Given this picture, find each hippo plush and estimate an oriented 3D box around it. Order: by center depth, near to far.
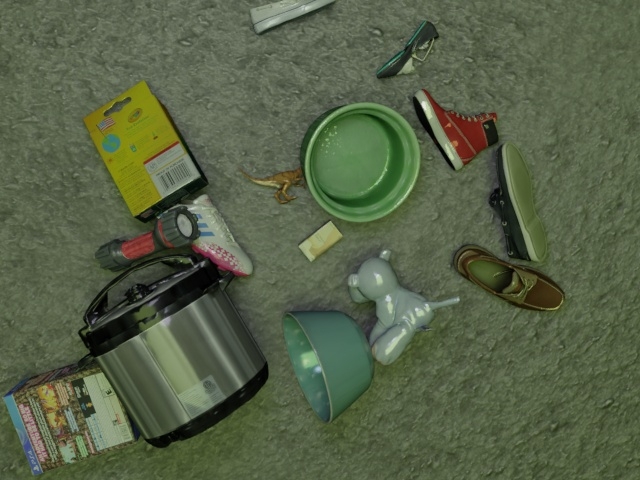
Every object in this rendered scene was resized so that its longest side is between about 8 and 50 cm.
[{"bbox_3d":[0.161,0.173,1.835,0.236,0.294,0.234,45,71,0],"label":"hippo plush"}]

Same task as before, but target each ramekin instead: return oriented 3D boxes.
[{"bbox_3d":[0.091,-0.211,1.802,0.304,0.148,0.303,-4,107,-14],"label":"ramekin"}]

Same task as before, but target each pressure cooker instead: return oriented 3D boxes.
[{"bbox_3d":[-0.368,0.250,1.748,0.376,0.370,0.420,-26,97,39],"label":"pressure cooker"}]

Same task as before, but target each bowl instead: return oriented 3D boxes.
[{"bbox_3d":[0.033,0.310,1.841,0.163,0.311,0.311,-18,98,-16],"label":"bowl"}]

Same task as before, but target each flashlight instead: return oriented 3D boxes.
[{"bbox_3d":[-0.451,0.003,1.785,0.304,0.103,0.103,-19,110,27],"label":"flashlight"}]

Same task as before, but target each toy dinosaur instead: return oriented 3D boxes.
[{"bbox_3d":[-0.111,-0.157,1.881,0.212,0.064,0.112,-13,86,-11],"label":"toy dinosaur"}]

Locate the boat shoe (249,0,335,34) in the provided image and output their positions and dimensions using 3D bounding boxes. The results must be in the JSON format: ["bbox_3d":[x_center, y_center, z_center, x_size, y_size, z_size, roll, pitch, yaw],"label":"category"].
[{"bbox_3d":[-0.076,-0.610,1.802,0.226,0.083,0.075,-21,99,1],"label":"boat shoe"}]

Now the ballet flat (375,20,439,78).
[{"bbox_3d":[0.237,-0.490,1.843,0.074,0.074,0.203,43,91,-7],"label":"ballet flat"}]

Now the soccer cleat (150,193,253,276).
[{"bbox_3d":[-0.299,-0.033,1.848,0.331,0.116,0.143,34,98,-6],"label":"soccer cleat"}]

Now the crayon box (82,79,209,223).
[{"bbox_3d":[-0.453,-0.231,1.799,0.202,0.081,0.318,-31,76,2],"label":"crayon box"}]

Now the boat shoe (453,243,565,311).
[{"bbox_3d":[0.518,0.119,1.908,0.324,0.120,0.122,21,101,-5],"label":"boat shoe"}]

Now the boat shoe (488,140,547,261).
[{"bbox_3d":[0.516,-0.098,1.891,0.127,0.113,0.340,-39,112,-42],"label":"boat shoe"}]

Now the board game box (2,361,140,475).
[{"bbox_3d":[-0.658,0.461,1.884,0.291,0.141,0.232,-17,98,-1],"label":"board game box"}]

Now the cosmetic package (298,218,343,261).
[{"bbox_3d":[0.000,0.000,1.908,0.115,0.041,0.060,-40,97,3],"label":"cosmetic package"}]

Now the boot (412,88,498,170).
[{"bbox_3d":[0.369,-0.333,1.864,0.176,0.088,0.244,-36,106,2],"label":"boot"}]
